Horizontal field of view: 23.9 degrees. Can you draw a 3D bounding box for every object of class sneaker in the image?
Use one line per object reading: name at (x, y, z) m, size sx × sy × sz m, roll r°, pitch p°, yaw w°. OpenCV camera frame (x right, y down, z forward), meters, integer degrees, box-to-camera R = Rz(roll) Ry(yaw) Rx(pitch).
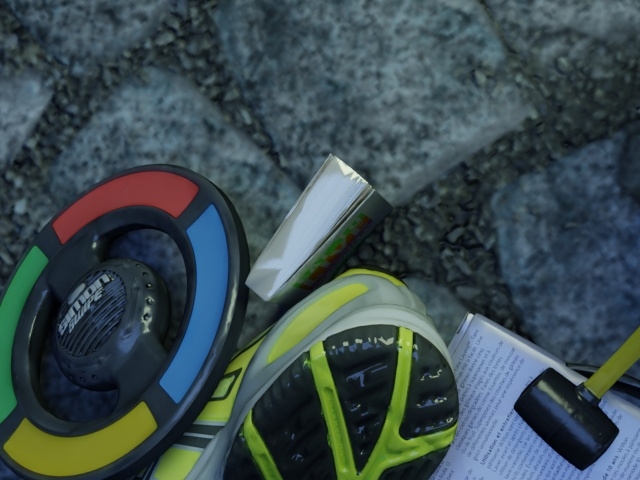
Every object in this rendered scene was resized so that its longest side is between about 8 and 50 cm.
sneaker at (-0.052, 0.173, 0.986) m, size 0.145 × 0.147 × 0.385 m, roll 41°, pitch 111°, yaw -16°

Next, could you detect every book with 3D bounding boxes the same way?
book at (0.000, 0.000, 0.976) m, size 0.035 × 0.144 × 0.096 m, roll 40°, pitch 93°, yaw 9°

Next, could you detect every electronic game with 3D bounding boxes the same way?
electronic game at (-0.139, 0.054, 0.992) m, size 0.229 × 0.048 × 0.229 m, roll -21°, pitch 54°, yaw 31°

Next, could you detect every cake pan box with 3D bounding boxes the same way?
cake pan box at (0.145, 0.208, 0.977) m, size 0.246 × 0.070 × 0.266 m, roll 28°, pitch 90°, yaw 9°

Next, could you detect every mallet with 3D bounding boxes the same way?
mallet at (0.203, 0.063, 0.910) m, size 0.190 × 0.039 × 0.062 m, roll -42°, pitch 82°, yaw 18°
